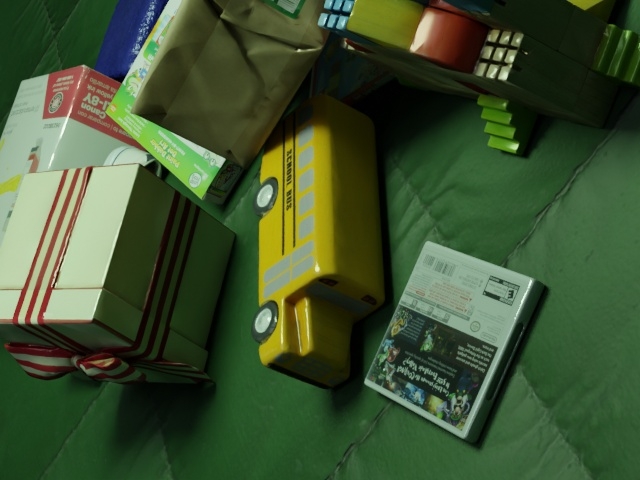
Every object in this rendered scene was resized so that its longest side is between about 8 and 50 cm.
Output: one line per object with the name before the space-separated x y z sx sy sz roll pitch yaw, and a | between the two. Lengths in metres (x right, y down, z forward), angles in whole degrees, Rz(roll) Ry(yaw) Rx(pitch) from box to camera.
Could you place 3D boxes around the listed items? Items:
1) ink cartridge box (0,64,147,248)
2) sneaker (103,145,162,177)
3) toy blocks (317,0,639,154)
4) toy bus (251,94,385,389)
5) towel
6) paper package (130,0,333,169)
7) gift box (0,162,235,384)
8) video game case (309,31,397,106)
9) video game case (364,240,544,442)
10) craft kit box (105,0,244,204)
ink cartridge box | -0.441 -0.072 2.216 0.279 0.160 0.385 1 70 56
sneaker | -0.317 -0.022 2.069 0.091 0.094 0.258 11 83 46
toy blocks | 0.123 -0.224 1.380 0.381 0.260 0.191 22 92 54
toy bus | 0.000 0.000 1.579 0.130 0.108 0.333 -34 43 37
towel | -0.286 -0.406 2.304 0.227 0.076 0.308 4 73 64
paper package | -0.072 -0.305 1.652 0.309 0.168 0.325 -52 14 55
gift box | -0.267 0.071 1.799 0.255 0.276 0.258 -5 61 40
video game case | 0.088 -0.288 1.718 0.285 0.025 0.204 -26 49 46
video game case | 0.135 0.100 1.397 0.190 0.022 0.173 22 88 57
craft kit box | -0.167 -0.220 1.931 0.250 0.061 0.247 41 103 32
